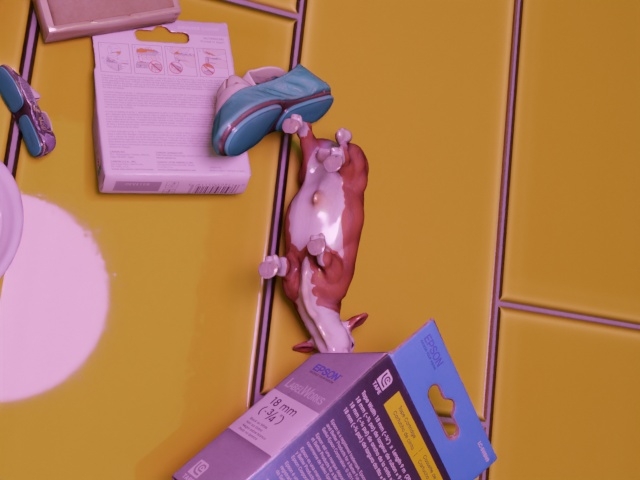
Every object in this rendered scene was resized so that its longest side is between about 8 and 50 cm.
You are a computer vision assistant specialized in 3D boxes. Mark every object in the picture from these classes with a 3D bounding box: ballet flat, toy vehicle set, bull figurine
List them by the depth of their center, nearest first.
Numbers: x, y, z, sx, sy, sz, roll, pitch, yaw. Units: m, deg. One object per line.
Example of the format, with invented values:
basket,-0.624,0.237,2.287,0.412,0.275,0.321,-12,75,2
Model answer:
ballet flat,-0.339,-0.152,1.205,0.041,0.041,0.114,-25,93,-24
toy vehicle set,-0.284,-0.381,1.250,0.165,0.035,0.267,-14,85,-24
ballet flat,-0.077,-0.164,1.255,0.087,0.083,0.247,42,33,12
bull figurine,0.000,0.000,1.264,0.101,0.188,0.311,-1,72,14

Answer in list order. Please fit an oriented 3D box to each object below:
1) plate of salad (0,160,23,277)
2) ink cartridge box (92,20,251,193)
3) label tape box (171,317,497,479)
plate of salad,-0.423,-0.019,1.127,0.199,0.048,0.200,-11,110,-34
ink cartridge box,-0.189,-0.165,1.271,0.180,0.056,0.225,-1,64,-23
label tape box,0.027,0.268,1.219,0.333,0.106,0.241,-39,120,-22
